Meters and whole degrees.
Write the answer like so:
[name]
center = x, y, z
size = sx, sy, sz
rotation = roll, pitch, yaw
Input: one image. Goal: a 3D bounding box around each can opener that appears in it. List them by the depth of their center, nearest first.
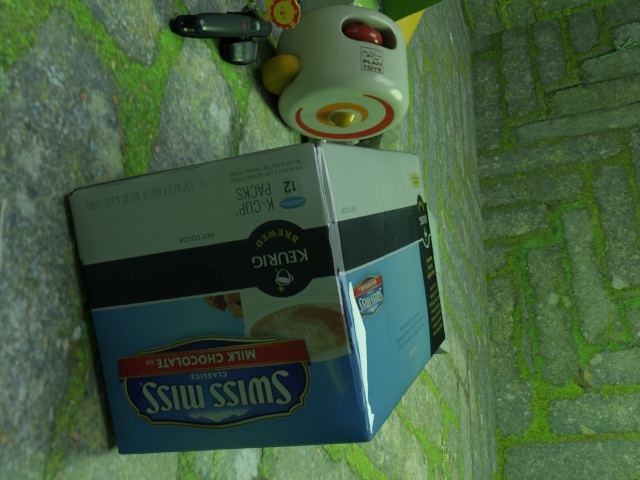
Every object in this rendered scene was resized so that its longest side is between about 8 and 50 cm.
[can opener]
center = -0.110, -0.255, 0.851
size = 0.186, 0.059, 0.073
rotation = -28, 109, -69

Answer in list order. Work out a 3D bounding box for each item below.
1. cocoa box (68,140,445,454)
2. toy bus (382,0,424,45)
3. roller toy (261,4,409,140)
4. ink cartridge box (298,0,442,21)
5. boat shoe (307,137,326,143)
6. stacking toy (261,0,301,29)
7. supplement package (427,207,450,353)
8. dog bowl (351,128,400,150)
[cocoa box]
center = -0.028, 0.039, 0.694
size = 0.347, 0.231, 0.228
rotation = -16, 97, -70
[toy bus]
center = 0.109, -0.420, 1.214
size = 0.108, 0.130, 0.332
rotation = 20, 99, -44
[roller toy]
center = 0.031, -0.234, 1.032
size = 0.209, 0.191, 0.146
rotation = 37, 48, -63
[ink cartridge box]
center = 0.071, -0.434, 1.112
size = 0.097, 0.255, 0.188
rotation = 19, 62, -52
[boat shoe]
center = 0.020, -0.092, 1.135
size = 0.063, 0.059, 0.170
rotation = -30, 110, -69
[stacking toy]
center = -0.054, -0.392, 0.887
size = 0.167, 0.052, 0.221
rotation = -91, 177, -64
[supplement package]
center = 0.067, 0.060, 0.998
size = 0.149, 0.194, 0.203
rotation = 36, 49, -64
[dog bowl]
center = 0.114, -0.025, 1.301
size = 0.349, 0.102, 0.348
rotation = -8, 90, -70
